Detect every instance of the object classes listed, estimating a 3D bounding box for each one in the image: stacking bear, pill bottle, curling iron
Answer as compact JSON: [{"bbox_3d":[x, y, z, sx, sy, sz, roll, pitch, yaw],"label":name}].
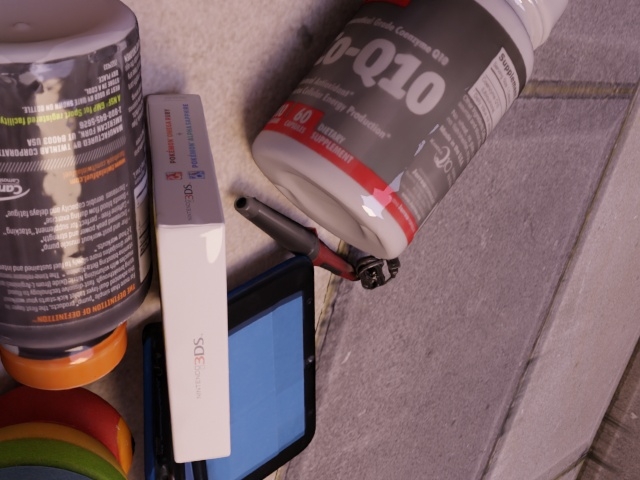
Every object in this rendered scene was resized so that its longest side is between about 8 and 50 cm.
[{"bbox_3d":[-0.185,0.189,0.542,0.164,0.289,0.176,-10,109,-11],"label":"stacking bear"},{"bbox_3d":[-0.173,-0.023,0.517,0.130,0.130,0.246,-27,134,-38],"label":"pill bottle"},{"bbox_3d":[0.000,0.000,0.830,0.068,0.035,0.274,-29,149,23],"label":"curling iron"},{"bbox_3d":[0.084,-0.139,0.728,0.283,0.161,0.161,-53,145,-10],"label":"pill bottle"}]

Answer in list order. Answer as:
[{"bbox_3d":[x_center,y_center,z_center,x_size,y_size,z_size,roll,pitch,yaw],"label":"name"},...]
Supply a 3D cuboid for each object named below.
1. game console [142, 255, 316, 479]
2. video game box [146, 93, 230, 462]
[{"bbox_3d":[-0.067,0.204,0.786,0.173,0.250,0.293,-7,128,-8],"label":"game console"},{"bbox_3d":[-0.097,0.023,0.606,0.048,0.187,0.205,-3,125,-9],"label":"video game box"}]
